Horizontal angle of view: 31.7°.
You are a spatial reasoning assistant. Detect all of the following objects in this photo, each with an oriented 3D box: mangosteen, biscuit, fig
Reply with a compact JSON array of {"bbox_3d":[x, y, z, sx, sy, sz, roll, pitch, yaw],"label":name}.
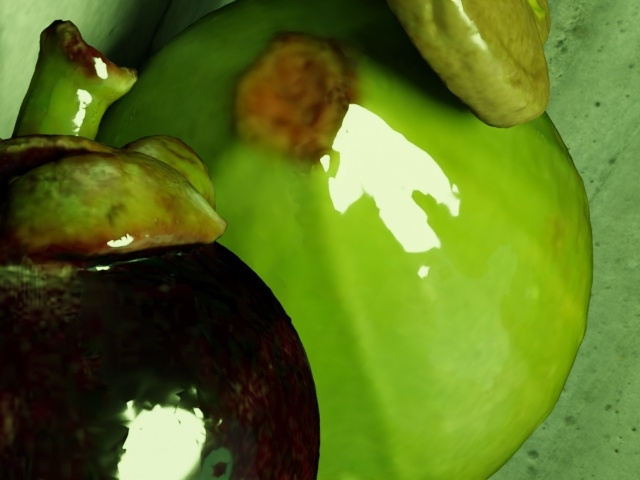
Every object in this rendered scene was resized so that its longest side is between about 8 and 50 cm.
[{"bbox_3d":[-0.105,0.038,0.417,0.211,0.212,0.249,80,10,-80],"label":"mangosteen"},{"bbox_3d":[0.053,-0.179,0.513,0.208,0.041,0.290,36,37,-48],"label":"biscuit"},{"bbox_3d":[0.000,0.000,0.602,0.316,0.316,0.316,-60,173,-11],"label":"fig"}]
